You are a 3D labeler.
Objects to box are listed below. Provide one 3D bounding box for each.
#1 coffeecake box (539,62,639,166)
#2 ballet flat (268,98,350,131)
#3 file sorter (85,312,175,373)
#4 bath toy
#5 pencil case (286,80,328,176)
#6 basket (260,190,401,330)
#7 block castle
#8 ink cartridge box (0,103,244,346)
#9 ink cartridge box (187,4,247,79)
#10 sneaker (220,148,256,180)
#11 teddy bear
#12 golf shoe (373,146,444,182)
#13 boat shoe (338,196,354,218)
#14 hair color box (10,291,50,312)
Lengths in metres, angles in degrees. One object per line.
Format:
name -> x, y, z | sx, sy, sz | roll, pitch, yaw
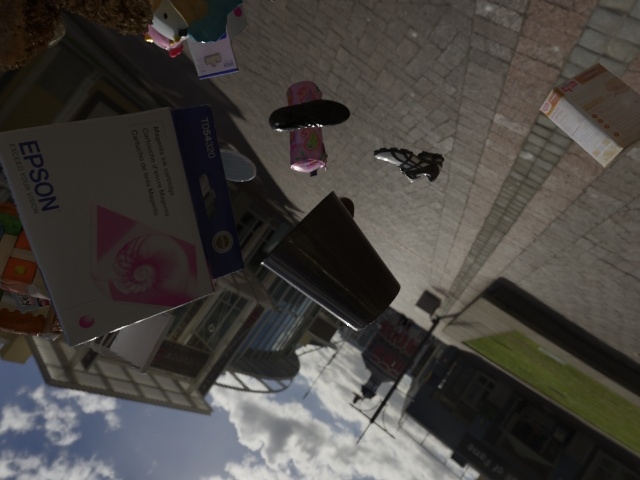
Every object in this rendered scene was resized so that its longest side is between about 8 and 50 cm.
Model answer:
coffeecake box -> 0.588, -0.266, 0.926 | 0.185, 0.142, 0.068 | 54, 164, 21
ballet flat -> -0.024, -0.263, 0.937 | 0.173, 0.057, 0.049 | -6, 177, -5
file sorter -> -0.643, 0.277, 1.423 | 0.278, 0.192, 0.173 | 4, 153, 45
bath toy -> -0.265, -0.415, 0.820 | 0.348, 0.151, 0.129 | 28, 132, 54
pencil case -> -0.044, -0.356, 1.412 | 0.124, 0.284, 0.124 | -5, 169, -1
basket -> 0.035, 0.052, 0.870 | 0.227, 0.204, 0.154 | 44, 179, -1
block castle -> -0.787, 0.055, 1.034 | 0.453, 0.303, 0.212 | 19, -132, -30
ink cartridge box -> -0.285, -0.039, 0.720 | 0.071, 0.330, 0.324 | 18, 123, 53
ink cartridge box -> -0.251, -0.542, 0.929 | 0.176, 0.069, 0.370 | 13, 123, 46
sneaker -> -0.312, -0.261, 1.430 | 0.258, 0.094, 0.091 | 20, -156, 15
teddy bear -> -0.288, -0.346, 0.505 | 0.245, 0.337, 0.113 | 20, -174, -7
golf shoe -> 0.244, -0.213, 1.251 | 0.198, 0.093, 0.077 | 10, -164, 4
boat shoe -> 0.000, 0.000, 1.313 | 0.109, 0.302, 0.098 | 12, -161, -36
hair color box -> -0.851, 0.120, 1.567 | 0.185, 0.375, 0.113 | -132, 29, -68
